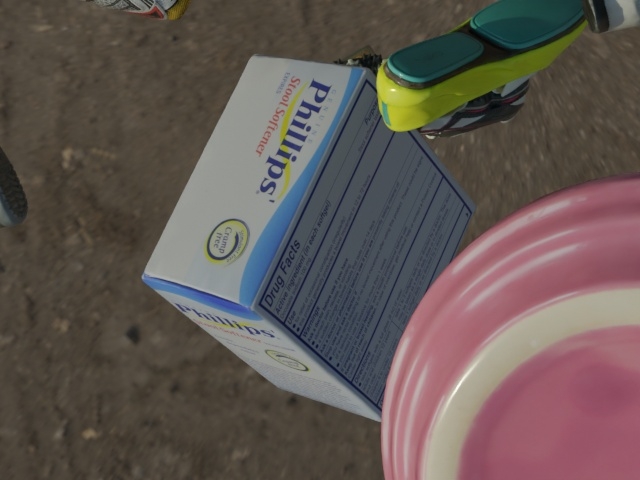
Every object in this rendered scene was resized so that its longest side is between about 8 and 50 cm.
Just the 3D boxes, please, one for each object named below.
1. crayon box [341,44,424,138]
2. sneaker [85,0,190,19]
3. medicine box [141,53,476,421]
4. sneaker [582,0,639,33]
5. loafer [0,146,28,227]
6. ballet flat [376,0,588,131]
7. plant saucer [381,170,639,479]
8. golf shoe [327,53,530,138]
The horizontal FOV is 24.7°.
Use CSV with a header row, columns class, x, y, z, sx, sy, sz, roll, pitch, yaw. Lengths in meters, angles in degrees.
class,x,y,z,sx,sy,sz,roll,pitch,yaw
crayon box,0.078,-0.149,1.961,0.083,0.323,0.203,-29,97,9
sneaker,-0.117,-0.190,0.904,0.092,0.225,0.088,22,117,-18
medicine box,0.000,0.000,1.482,0.149,0.289,0.263,13,69,36
sneaker,0.277,-0.237,0.953,0.182,0.410,0.158,-6,112,25
loafer,-0.426,-0.120,1.687,0.087,0.094,0.251,-26,80,11
ballet flat,0.141,-0.156,1.288,0.077,0.231,0.077,41,144,35
plant saucer,0.184,0.131,0.773,0.332,0.084,0.332,7,108,21
golf shoe,0.106,-0.151,1.685,0.273,0.120,0.105,-7,64,5
